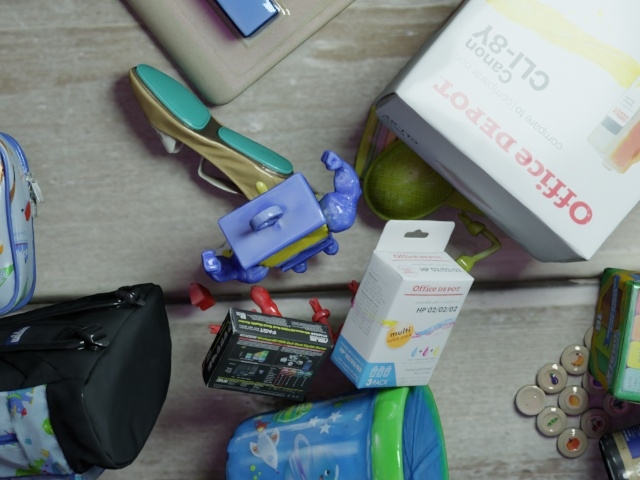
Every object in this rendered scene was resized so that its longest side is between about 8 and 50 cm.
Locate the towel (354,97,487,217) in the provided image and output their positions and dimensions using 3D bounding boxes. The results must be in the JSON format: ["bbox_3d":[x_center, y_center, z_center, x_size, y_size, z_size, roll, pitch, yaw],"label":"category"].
[{"bbox_3d":[0.163,-0.088,1.839,0.237,0.021,0.102,17,105,1],"label":"towel"}]

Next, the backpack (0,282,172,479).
[{"bbox_3d":[-0.365,0.200,1.803,0.355,0.290,0.273,-2,113,12],"label":"backpack"}]

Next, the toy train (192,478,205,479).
[{"bbox_3d":[-0.151,0.359,1.910,0.166,0.046,0.125,-38,85,28],"label":"toy train"}]

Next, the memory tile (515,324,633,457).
[{"bbox_3d":[0.317,0.180,1.871,0.148,0.012,0.113,-42,93,10],"label":"memory tile"}]

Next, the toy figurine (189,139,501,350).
[{"bbox_3d":[0.000,0.000,1.725,0.362,0.217,0.191,-29,71,9],"label":"toy figurine"}]

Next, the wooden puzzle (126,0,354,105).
[{"bbox_3d":[-0.091,-0.376,1.781,0.348,0.080,0.322,-39,94,9],"label":"wooden puzzle"}]

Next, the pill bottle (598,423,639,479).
[{"bbox_3d":[0.444,0.254,1.816,0.219,0.123,0.123,-18,97,5],"label":"pill bottle"}]

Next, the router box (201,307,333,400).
[{"bbox_3d":[-0.060,0.127,1.740,0.122,0.038,0.092,11,128,-24],"label":"router box"}]

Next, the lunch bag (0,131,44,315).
[{"bbox_3d":[-0.480,-0.019,1.853,0.303,0.115,0.243,-5,93,4],"label":"lunch bag"}]

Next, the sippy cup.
[{"bbox_3d":[0.017,0.278,1.815,0.224,0.305,0.240,-6,127,17],"label":"sippy cup"}]

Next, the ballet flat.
[{"bbox_3d":[-0.140,-0.114,1.831,0.232,0.080,0.073,35,115,0],"label":"ballet flat"}]

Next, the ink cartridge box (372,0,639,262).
[{"bbox_3d":[0.288,-0.201,1.694,0.279,0.160,0.384,41,85,-4],"label":"ink cartridge box"}]

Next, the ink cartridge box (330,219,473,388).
[{"bbox_3d":[0.095,0.070,1.708,0.104,0.061,0.181,1,121,-38],"label":"ink cartridge box"}]

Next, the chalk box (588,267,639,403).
[{"bbox_3d":[0.387,0.114,1.745,0.132,0.213,0.132,9,94,0],"label":"chalk box"}]
